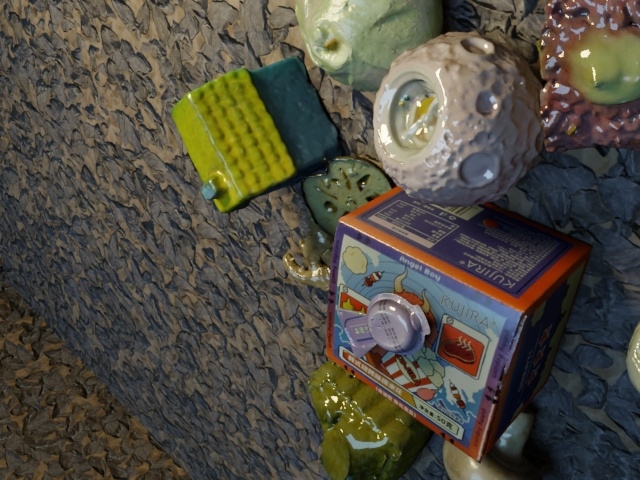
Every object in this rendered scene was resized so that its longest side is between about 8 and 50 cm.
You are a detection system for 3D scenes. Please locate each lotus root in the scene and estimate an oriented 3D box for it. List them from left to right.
[{"bbox_3d":[0.062,-0.095,1.275,0.183,0.078,0.204,-1,131,18],"label":"lotus root"}]

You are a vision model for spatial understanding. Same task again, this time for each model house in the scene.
[{"bbox_3d":[-0.136,-0.198,1.279,0.215,0.303,0.237,-25,93,43],"label":"model house"}]

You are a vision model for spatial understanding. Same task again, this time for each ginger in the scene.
[{"bbox_3d":[0.012,0.011,1.426,0.149,0.065,0.259,36,130,8],"label":"ginger"}]

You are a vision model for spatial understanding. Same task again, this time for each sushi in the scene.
[{"bbox_3d":[0.365,-0.231,0.786,0.170,0.236,0.270,13,121,29],"label":"sushi"}]

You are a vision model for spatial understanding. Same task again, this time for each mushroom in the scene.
[{"bbox_3d":[0.343,0.423,1.255,0.206,0.209,0.206,28,158,13],"label":"mushroom"}]

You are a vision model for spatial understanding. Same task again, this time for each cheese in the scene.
[{"bbox_3d":[0.099,0.136,1.026,0.190,0.042,0.105,-19,95,50],"label":"cheese"}]

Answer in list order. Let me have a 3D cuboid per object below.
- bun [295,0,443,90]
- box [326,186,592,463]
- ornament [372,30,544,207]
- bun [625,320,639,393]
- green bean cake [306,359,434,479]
[{"bbox_3d":[0.054,-0.375,1.057,0.283,0.179,0.284,24,126,38],"label":"bun"},{"bbox_3d":[0.218,0.116,1.120,0.348,0.256,0.319,29,130,32],"label":"box"},{"bbox_3d":[0.210,-0.178,0.969,0.259,0.225,0.260,-1,89,55],"label":"ornament"},{"bbox_3d":[0.544,0.173,0.934,0.183,0.102,0.184,-11,72,35],"label":"bun"},{"bbox_3d":[0.080,0.431,1.493,0.285,0.202,0.310,39,135,27],"label":"green bean cake"}]
